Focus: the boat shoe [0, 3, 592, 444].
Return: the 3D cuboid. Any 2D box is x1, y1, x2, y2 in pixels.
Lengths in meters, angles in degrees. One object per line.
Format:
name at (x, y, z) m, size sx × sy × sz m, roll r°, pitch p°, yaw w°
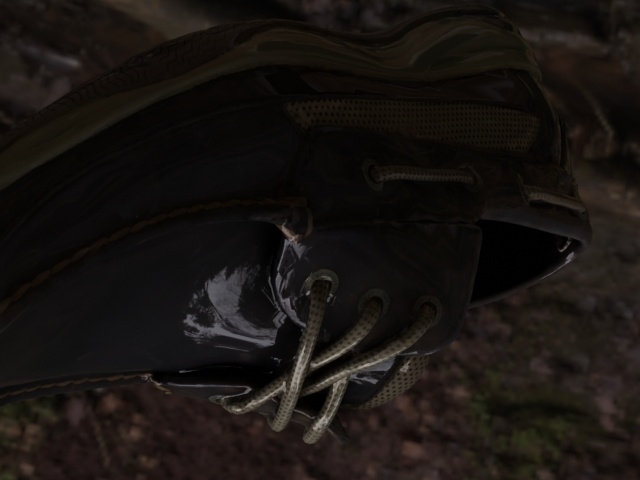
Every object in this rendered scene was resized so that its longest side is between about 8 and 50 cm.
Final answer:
boat shoe at (0.000, 0.000, 0.522) m, size 0.355 × 0.130 × 0.132 m, roll -22°, pitch 162°, yaw -45°
